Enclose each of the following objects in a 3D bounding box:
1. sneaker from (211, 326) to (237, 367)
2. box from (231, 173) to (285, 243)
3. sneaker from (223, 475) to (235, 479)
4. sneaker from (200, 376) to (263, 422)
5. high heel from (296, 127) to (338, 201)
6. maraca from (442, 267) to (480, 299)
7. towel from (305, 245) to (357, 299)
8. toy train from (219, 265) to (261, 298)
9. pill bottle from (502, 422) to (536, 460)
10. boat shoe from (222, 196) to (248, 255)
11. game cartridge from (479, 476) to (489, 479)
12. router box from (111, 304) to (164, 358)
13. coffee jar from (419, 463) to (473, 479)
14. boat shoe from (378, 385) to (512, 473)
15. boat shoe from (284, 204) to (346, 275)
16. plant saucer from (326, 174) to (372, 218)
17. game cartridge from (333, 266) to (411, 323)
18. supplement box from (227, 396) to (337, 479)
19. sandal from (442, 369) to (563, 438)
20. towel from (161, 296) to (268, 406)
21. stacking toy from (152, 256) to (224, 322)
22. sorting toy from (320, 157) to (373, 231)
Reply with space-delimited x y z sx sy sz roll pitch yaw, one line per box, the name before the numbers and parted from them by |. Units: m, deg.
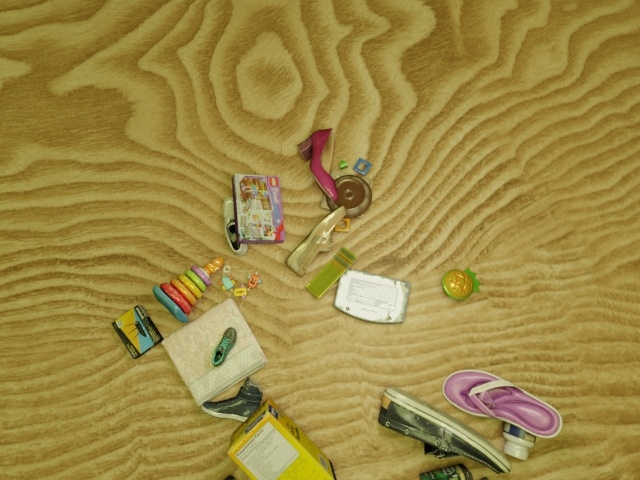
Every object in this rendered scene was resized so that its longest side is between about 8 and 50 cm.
sneaker | -0.375 0.418 1.680 0.065 0.076 0.166 20 77 4
box | -0.264 -0.133 1.828 0.200 0.057 0.293 0 75 -25
sneaker | -0.388 0.987 1.592 0.234 0.084 0.097 -43 80 -8
sneaker | -0.336 0.605 1.671 0.226 0.086 0.163 13 88 -6
high heel | 0.037 -0.335 1.831 0.181 0.127 0.377 -29 60 4
maraca | 0.571 0.174 1.748 0.185 0.099 0.127 -11 72 -26
towel | 0.044 0.131 1.785 0.237 0.021 0.102 -46 42 -8
toy train | -0.337 0.175 1.807 0.166 0.046 0.125 19 77 3
pill bottle | 0.744 0.705 1.603 0.112 0.112 0.187 17 78 6
boat shoe | -0.370 -0.067 1.841 0.096 0.088 0.268 -8 77 0
game cartridge | 0.499 1.046 1.560 0.355 0.068 0.230 -22 73 -3
router box | -0.750 0.375 1.771 0.133 0.046 0.179 -37 78 -6
coffee jar | 0.463 0.881 1.580 0.184 0.096 0.079 -12 79 -2
boat shoe | 0.440 0.719 1.582 0.500 0.187 0.156 25 84 13
boat shoe | 0.000 0.000 1.791 0.110 0.121 0.341 43 100 -1
plant saucer | 0.121 -0.193 1.832 0.198 0.036 0.199 -1 76 5
game cartridge | 0.209 0.234 1.767 0.294 0.060 0.196 13 74 5
supplement box | -0.134 0.780 1.545 0.194 0.195 0.356 -43 91 -8
sandal | 0.653 0.580 1.572 0.416 0.102 0.169 11 75 30
towel | -0.427 0.447 1.740 0.331 0.053 0.317 -32 77 -6
stacking toy | -0.516 0.170 1.770 0.165 0.175 0.302 38 68 19
sorting toy | 0.113 -0.198 1.878 0.196 0.047 0.348 15 78 10
